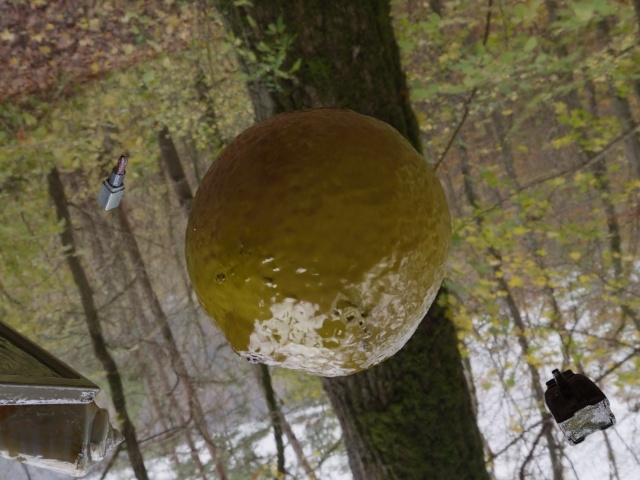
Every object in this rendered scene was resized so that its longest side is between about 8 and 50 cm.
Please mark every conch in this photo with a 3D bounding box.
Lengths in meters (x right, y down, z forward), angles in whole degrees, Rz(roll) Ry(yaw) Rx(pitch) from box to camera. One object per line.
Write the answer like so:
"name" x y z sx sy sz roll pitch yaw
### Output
"conch" -0.496 0.366 1.104 0.255 0.158 0.127 2 -171 -29

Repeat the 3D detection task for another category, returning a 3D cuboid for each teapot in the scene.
"teapot" 0.413 0.262 0.976 0.087 0.096 0.177 -33 134 9

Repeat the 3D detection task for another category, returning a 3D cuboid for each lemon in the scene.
"lemon" -0.001 0.001 0.613 0.292 0.293 0.293 -20 175 -2

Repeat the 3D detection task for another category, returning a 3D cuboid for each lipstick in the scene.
"lipstick" -0.294 -0.087 0.853 0.025 0.025 0.107 -31 166 -45

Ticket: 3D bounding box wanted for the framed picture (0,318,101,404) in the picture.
"framed picture" -0.331 0.030 0.431 0.024 0.314 0.232 -59 170 -12
